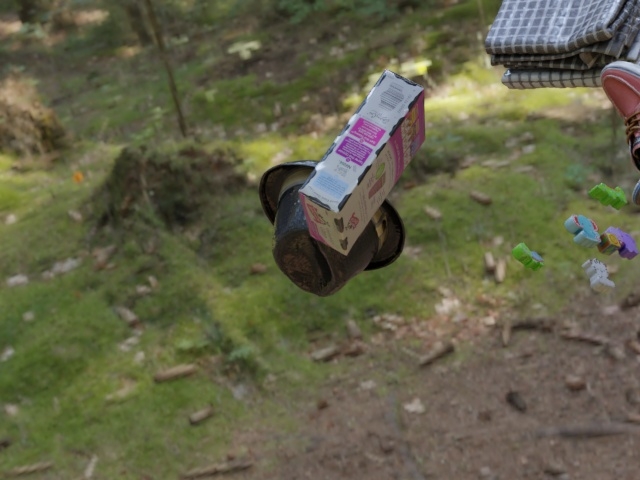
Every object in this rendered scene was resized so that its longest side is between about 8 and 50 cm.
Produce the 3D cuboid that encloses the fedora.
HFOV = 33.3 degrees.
[{"bbox_3d":[0.000,0.000,2.043,0.334,0.334,0.152,2,52,33],"label":"fedora"}]

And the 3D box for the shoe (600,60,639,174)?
[{"bbox_3d":[0.393,-0.139,1.291,0.081,0.063,0.178,-36,73,-28],"label":"shoe"}]

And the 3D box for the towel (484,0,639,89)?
[{"bbox_3d":[0.399,-0.368,1.638,0.235,0.121,0.283,6,59,38],"label":"towel"}]

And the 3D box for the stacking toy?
[{"bbox_3d":[0.393,-0.008,1.497,0.167,0.221,0.052,-44,46,35],"label":"stacking toy"}]

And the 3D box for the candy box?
[{"bbox_3d":[0.066,-0.112,1.573,0.071,0.159,0.233,29,72,17],"label":"candy box"}]

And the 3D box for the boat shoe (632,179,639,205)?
[{"bbox_3d":[0.640,-0.115,1.901,0.183,0.066,0.066,-39,46,6],"label":"boat shoe"}]
